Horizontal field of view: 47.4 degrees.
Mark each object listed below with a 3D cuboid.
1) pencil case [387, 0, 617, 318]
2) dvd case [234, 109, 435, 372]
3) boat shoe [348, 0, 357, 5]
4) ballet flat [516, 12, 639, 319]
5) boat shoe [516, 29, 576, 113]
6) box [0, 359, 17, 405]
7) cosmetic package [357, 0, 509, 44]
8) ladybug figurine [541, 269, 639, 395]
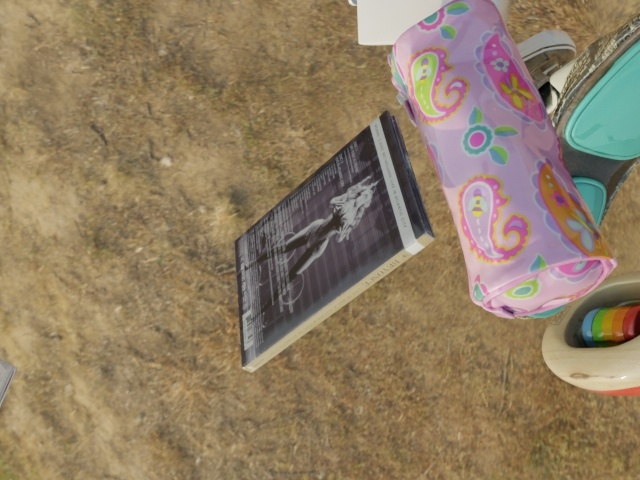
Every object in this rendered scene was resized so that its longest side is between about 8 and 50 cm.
[{"bbox_3d":[0.149,-0.076,0.642,0.124,0.124,0.284,-29,63,25],"label":"pencil case"},{"bbox_3d":[0.000,0.000,0.673,0.018,0.164,0.221,31,123,-34],"label":"dvd case"},{"bbox_3d":[0.082,-0.494,1.428,0.035,0.100,0.035,14,149,50],"label":"boat shoe"},{"bbox_3d":[0.343,-0.122,0.980,0.164,0.182,0.483,11,119,-20],"label":"ballet flat"},{"bbox_3d":[0.332,-0.248,1.183,0.119,0.335,0.121,52,140,12],"label":"boat shoe"},{"bbox_3d":[-0.284,0.210,0.412,0.058,0.232,0.322,28,140,-21],"label":"box"},{"bbox_3d":[0.123,-0.401,0.759,0.155,0.197,0.365,2,115,17],"label":"cosmetic package"},{"bbox_3d":[0.656,0.206,1.538,0.162,0.449,0.305,43,72,-11],"label":"ladybug figurine"}]
